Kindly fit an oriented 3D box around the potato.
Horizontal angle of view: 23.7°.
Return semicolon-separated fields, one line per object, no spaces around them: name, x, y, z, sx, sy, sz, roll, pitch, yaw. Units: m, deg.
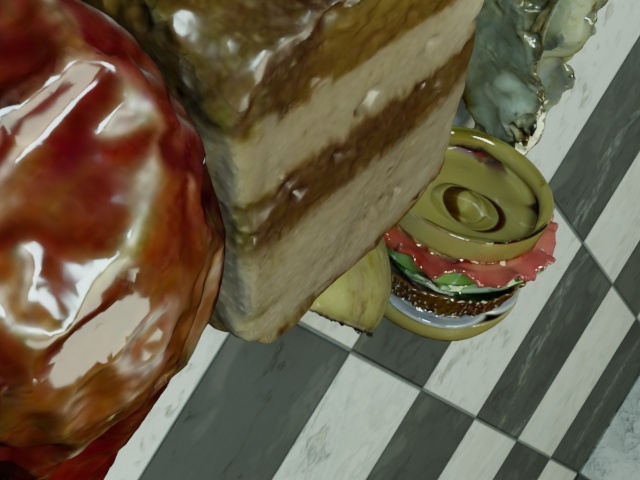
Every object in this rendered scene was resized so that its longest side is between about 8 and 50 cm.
potato;0.000;-0.002;1.073;0.100;0.120;0.261;-65;157;-1

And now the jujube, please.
jujube;-0.161;0.033;0.678;0.216;0.216;0.342;-46;170;-27

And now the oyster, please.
oyster;0.166;-0.181;1.195;0.166;0.110;0.341;-48;158;-11

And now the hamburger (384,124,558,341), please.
hamburger;0.097;0.003;1.213;0.175;0.175;0.137;-32;151;-47

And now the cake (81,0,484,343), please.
cake;-0.048;-0.083;0.789;0.199;0.196;0.293;-42;157;-31
